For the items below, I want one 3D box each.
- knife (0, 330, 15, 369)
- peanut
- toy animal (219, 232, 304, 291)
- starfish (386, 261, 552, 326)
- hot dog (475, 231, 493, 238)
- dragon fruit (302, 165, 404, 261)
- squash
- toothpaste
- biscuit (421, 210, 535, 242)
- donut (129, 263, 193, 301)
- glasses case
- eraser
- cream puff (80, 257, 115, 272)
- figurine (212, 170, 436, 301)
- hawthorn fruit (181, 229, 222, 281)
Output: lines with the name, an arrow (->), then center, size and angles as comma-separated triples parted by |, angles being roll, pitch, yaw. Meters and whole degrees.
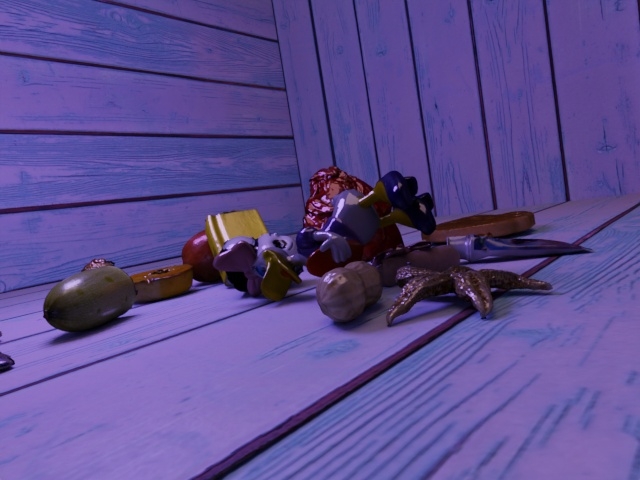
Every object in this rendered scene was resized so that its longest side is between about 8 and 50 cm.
knife -> -0.585, 0.181, 0.758 | 0.089, 0.043, 0.365 | -14, 6, -41
peanut -> 0.046, 0.072, 0.657 | 0.082, 0.082, 0.187 | -7, 4, 25
toy animal -> -0.132, 0.044, 1.015 | 0.179, 0.138, 0.166 | -14, 21, -1
starfish -> 0.198, 0.068, 0.641 | 0.236, 0.062, 0.277 | 2, 6, 41
hot dog -> 0.382, 0.013, 1.055 | 0.056, 0.041, 0.133 | -6, 12, 41
dragon fruit -> 0.038, -0.061, 1.316 | 0.302, 0.330, 0.240 | -14, -16, -36
squash -> -0.463, 0.117, 0.867 | 0.123, 0.123, 0.187 | -8, 3, 7
toothpaste -> 0.400, 0.015, 0.915 | 0.266, 0.061, 0.096 | -2, 5, 15
biscuit -> 0.495, -0.039, 1.378 | 0.312, 0.057, 0.351 | -6, 6, 34
donut -> -0.418, 0.111, 1.152 | 0.178, 0.065, 0.162 | -14, 11, -22
glasses case -> 0.174, 0.038, 0.894 | 0.193, 0.070, 0.102 | -11, 4, -29
eraser -> -0.212, 0.014, 1.198 | 0.158, 0.226, 0.069 | -9, -40, -28
cream puff -> -0.659, 0.117, 1.311 | 0.104, 0.119, 0.133 | 27, 22, -25
figurine -> 0.005, 0.001, 0.825 | 0.421, 0.154, 0.193 | -32, 41, 11
hawthorn fruit -> -0.379, 0.066, 1.282 | 0.285, 0.165, 0.165 | -21, 7, -18
